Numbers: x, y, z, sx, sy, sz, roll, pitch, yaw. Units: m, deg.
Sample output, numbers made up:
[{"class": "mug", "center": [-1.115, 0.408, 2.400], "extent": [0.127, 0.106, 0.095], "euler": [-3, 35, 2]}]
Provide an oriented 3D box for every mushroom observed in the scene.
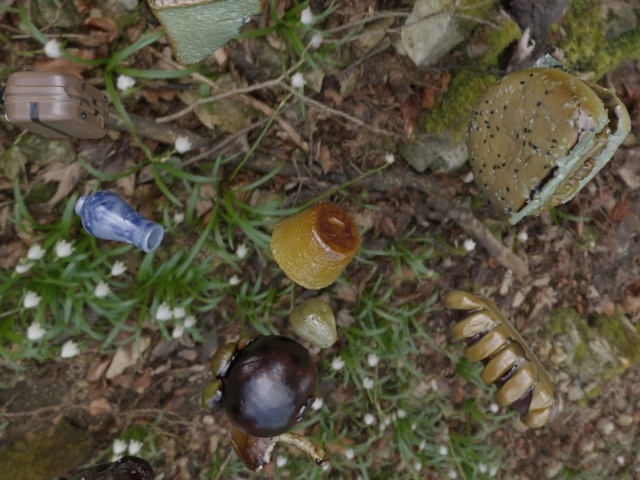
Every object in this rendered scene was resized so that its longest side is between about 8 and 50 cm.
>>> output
[{"class": "mushroom", "center": [-0.156, 0.631, 1.914], "extent": [0.208, 0.233, 0.301], "euler": [-40, 122, -3]}]

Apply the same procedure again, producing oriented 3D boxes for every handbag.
[{"class": "handbag", "center": [-0.778, -0.383, 1.740], "extent": [0.283, 0.302, 0.149], "euler": [3, 91, 1]}]

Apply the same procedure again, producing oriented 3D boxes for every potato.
[{"class": "potato", "center": [-0.018, 0.303, 2.193], "extent": [0.157, 0.157, 0.194], "euler": [-45, 74, 33]}]

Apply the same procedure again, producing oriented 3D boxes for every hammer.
[{"class": "hammer", "center": [-0.279, 0.518, 1.200], "extent": [0.409, 0.095, 0.242], "euler": [23, 139, -31]}]

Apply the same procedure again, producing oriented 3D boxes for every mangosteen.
[{"class": "mangosteen", "center": [-0.105, 0.268, 1.145], "extent": [0.210, 0.210, 0.209], "euler": [4, 128, 5]}]

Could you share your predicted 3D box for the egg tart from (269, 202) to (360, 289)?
[{"class": "egg tart", "center": [0.000, 0.000, 1.452], "extent": [0.203, 0.202, 0.147], "euler": [33, 135, -17]}]

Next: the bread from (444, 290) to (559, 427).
[{"class": "bread", "center": [0.267, 0.171, 0.909], "extent": [0.081, 0.134, 0.225], "euler": [-40, 71, 15]}]

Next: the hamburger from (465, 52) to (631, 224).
[{"class": "hamburger", "center": [0.446, -0.210, 1.261], "extent": [0.195, 0.276, 0.318], "euler": [-5, 140, -32]}]

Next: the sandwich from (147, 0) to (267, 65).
[{"class": "sandwich", "center": [-0.246, -0.515, 1.394], "extent": [0.254, 0.099, 0.288], "euler": [-13, 169, -4]}]

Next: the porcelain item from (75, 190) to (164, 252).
[{"class": "porcelain item", "center": [-0.583, -0.055, 1.751], "extent": [0.259, 0.141, 0.141], "euler": [24, 129, 10]}]
